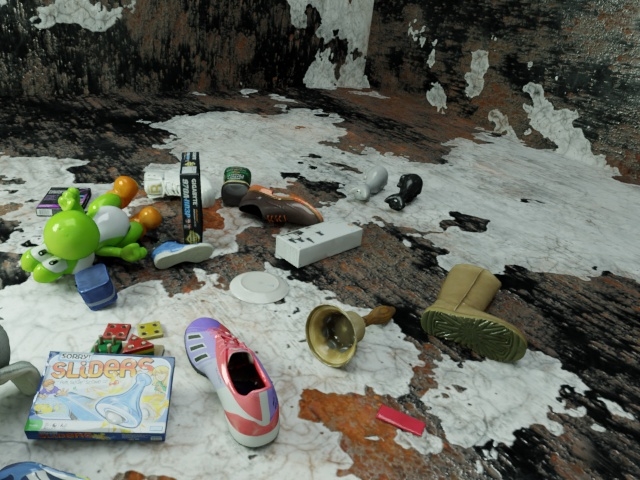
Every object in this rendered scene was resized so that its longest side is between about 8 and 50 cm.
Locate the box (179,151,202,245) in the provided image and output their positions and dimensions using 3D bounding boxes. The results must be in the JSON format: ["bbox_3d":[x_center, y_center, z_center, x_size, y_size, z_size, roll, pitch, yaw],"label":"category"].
[{"bbox_3d":[-0.345,-0.107,1.372,0.051,0.220,0.175,-2,28,-11],"label":"box"}]

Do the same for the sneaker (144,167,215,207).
[{"bbox_3d":[-0.449,-0.154,1.578,0.169,0.108,0.293,-14,24,-32],"label":"sneaker"}]

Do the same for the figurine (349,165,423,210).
[{"bbox_3d":[0.226,-0.178,1.793,0.215,0.092,0.209,17,33,21],"label":"figurine"}]

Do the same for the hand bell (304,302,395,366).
[{"bbox_3d":[0.090,0.174,1.090,0.126,0.126,0.242,26,20,32],"label":"hand bell"}]

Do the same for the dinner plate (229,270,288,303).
[{"bbox_3d":[-0.147,0.107,1.228,0.141,0.017,0.141,6,28,-3],"label":"dinner plate"}]

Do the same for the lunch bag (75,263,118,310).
[{"bbox_3d":[-0.485,0.102,1.109,0.067,0.065,0.098,-22,37,-18],"label":"lunch bag"}]

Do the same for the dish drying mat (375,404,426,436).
[{"bbox_3d":[0.141,0.316,0.897,0.083,0.008,0.032,18,30,20],"label":"dish drying mat"}]

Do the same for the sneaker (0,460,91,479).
[{"bbox_3d":[-0.376,0.341,0.684,0.144,0.053,0.059,9,29,6],"label":"sneaker"}]

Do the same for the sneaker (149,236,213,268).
[{"bbox_3d":[-0.355,0.020,1.300,0.152,0.058,0.084,-16,43,-26],"label":"sneaker"}]

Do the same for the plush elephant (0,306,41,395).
[{"bbox_3d":[-0.577,0.192,0.748,0.330,0.255,0.271,-39,88,-13],"label":"plush elephant"}]

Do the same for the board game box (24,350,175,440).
[{"bbox_3d":[-0.345,0.250,0.825,0.201,0.035,0.136,5,46,-12],"label":"board game box"}]

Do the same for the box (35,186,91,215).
[{"bbox_3d":[-0.751,-0.116,1.504,0.116,0.029,0.162,0,27,-13],"label":"box"}]

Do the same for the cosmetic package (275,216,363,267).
[{"bbox_3d":[0.000,0.000,1.418,0.239,0.060,0.099,-19,37,-40],"label":"cosmetic package"}]

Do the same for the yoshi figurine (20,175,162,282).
[{"bbox_3d":[-0.522,-0.031,1.204,0.204,0.202,0.362,13,30,14],"label":"yoshi figurine"}]

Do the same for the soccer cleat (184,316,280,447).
[{"bbox_3d":[-0.160,0.213,0.908,0.109,0.116,0.318,-9,32,-28],"label":"soccer cleat"}]

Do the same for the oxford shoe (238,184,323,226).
[{"bbox_3d":[-0.120,-0.079,1.539,0.272,0.096,0.098,19,54,23],"label":"oxford shoe"}]

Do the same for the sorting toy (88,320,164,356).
[{"bbox_3d":[-0.365,0.215,0.935,0.133,0.046,0.274,5,27,-4],"label":"sorting toy"}]

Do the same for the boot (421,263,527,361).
[{"bbox_3d":[0.379,0.150,1.188,0.236,0.089,0.269,20,29,24],"label":"boot"}]

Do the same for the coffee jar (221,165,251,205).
[{"bbox_3d":[-0.276,-0.179,1.680,0.096,0.079,0.184,2,28,-9],"label":"coffee jar"}]
